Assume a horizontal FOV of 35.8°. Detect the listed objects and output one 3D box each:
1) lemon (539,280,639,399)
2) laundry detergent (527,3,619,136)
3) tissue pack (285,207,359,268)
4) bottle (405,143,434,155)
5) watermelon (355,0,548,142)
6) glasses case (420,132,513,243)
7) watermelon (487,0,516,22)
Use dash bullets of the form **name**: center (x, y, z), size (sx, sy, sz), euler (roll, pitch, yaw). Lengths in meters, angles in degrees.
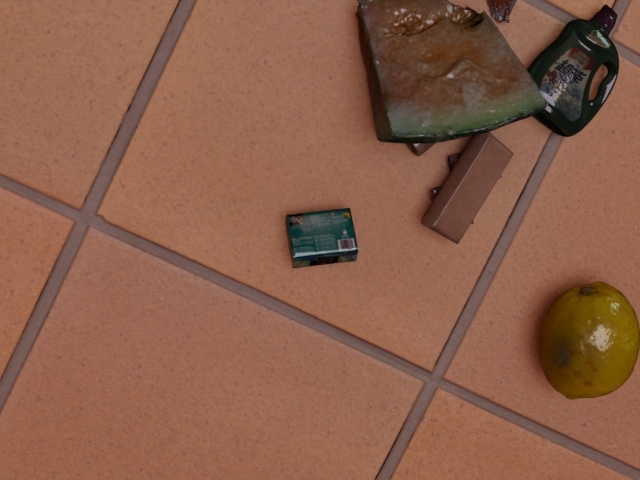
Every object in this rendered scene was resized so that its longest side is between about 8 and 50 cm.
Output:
- **lemon**: center (0.464, 0.175, 1.712), size (0.170, 0.170, 0.207), euler (0, 106, -8)
- **laundry detergent**: center (0.443, -0.295, 1.685), size (0.144, 0.078, 0.222), euler (37, 90, -13)
- **tissue pack**: center (0.001, 0.000, 1.670), size (0.111, 0.079, 0.085), euler (-7, 67, -7)
- **bottle**: center (0.190, -0.187, 1.680), size (0.096, 0.045, 0.045), euler (-37, 101, -2)
- **watermelon**: center (0.205, -0.257, 1.608), size (0.264, 0.151, 0.302), euler (-13, 63, -7)
- **glasses case**: center (0.249, -0.092, 1.700), size (0.102, 0.070, 0.193), euler (31, 91, -39)
- **watermelon**: center (0.311, -0.465, 1.660), size (0.098, 0.121, 0.158), euler (19, 140, 5)
